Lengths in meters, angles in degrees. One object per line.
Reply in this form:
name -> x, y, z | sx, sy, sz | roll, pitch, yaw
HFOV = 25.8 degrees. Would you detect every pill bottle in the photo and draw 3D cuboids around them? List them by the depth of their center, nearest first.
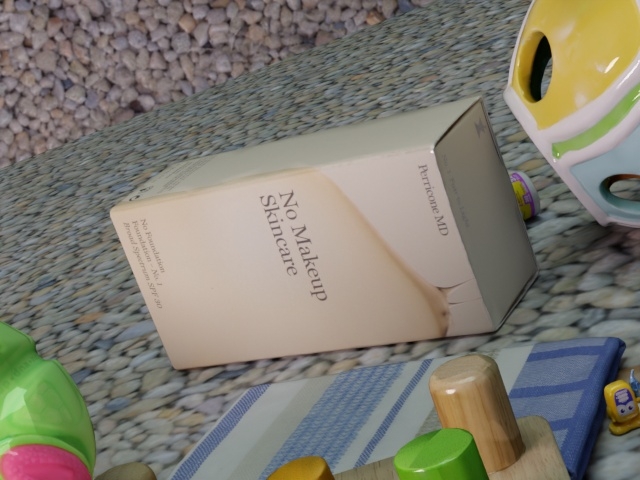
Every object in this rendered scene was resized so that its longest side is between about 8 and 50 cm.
pill bottle -> 0.151, -0.028, 1.250 | 0.083, 0.043, 0.043 | -23, 16, -10

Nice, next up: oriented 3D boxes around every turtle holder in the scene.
turtle holder -> 0.257, -0.138, 1.060 | 0.227, 0.243, 0.320 | -37, -26, 13

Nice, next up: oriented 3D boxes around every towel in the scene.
towel -> 0.042, 0.128, 0.887 | 0.285, 0.034, 0.209 | -11, 16, 23

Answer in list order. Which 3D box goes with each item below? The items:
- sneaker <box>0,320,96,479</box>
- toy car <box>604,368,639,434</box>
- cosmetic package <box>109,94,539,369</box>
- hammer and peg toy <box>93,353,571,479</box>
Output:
sneaker -> -0.289, 0.238, 0.628 | 0.483, 0.185, 0.202 | -42, -2, -19
toy car -> 0.222, 0.085, 0.795 | 0.122, 0.040, 0.060 | -17, 16, 9
cosmetic package -> 0.000, 0.000, 1.134 | 0.309, 0.160, 0.113 | -11, 19, 33
hammer and peg toy -> -0.006, 0.187, 0.569 | 0.266, 0.127, 0.361 | -18, 16, 6
